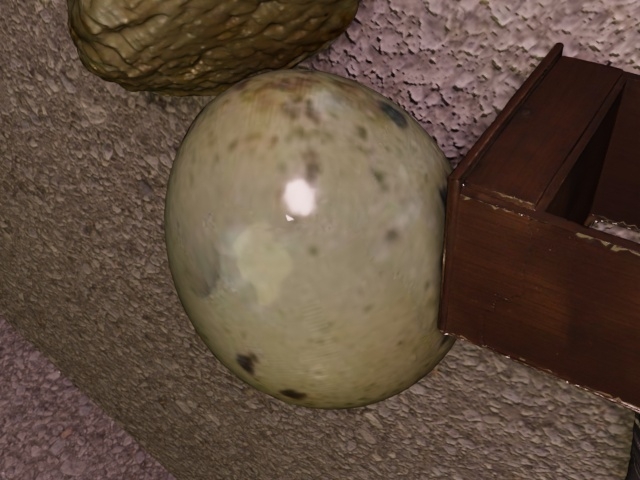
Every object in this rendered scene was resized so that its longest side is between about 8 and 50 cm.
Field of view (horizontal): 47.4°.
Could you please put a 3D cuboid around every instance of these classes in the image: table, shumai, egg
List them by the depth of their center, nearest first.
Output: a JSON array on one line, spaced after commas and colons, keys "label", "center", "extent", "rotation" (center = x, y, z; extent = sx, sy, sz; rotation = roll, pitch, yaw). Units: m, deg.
[{"label": "table", "center": [0.288, -0.007, 0.654], "extent": [0.282, 0.250, 0.196], "rotation": [22, 138, 25]}, {"label": "shumai", "center": [-0.121, -0.321, 0.722], "extent": [0.330, 0.292, 0.289], "rotation": [-23, 77, 40]}, {"label": "egg", "center": [0.000, 0.000, 0.827], "extent": [0.345, 0.345, 0.428], "rotation": [10, 142, 35]}]

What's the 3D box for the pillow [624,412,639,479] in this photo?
[{"label": "pillow", "center": [0.431, 0.193, 0.830], "extent": [0.161, 0.092, 0.335], "rotation": [-3, 121, 17]}]
